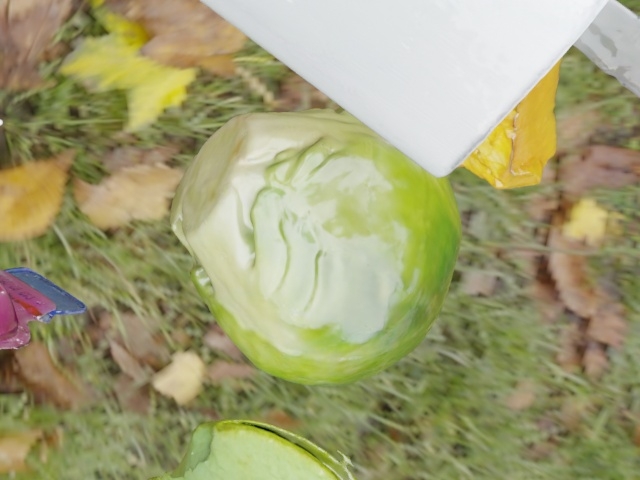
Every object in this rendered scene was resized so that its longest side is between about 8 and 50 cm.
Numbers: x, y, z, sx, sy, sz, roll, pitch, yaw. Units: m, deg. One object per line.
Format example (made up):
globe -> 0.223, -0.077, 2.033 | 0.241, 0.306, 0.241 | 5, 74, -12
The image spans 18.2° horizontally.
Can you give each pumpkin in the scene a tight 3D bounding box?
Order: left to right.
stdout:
pumpkin -> 0.062, -0.070, 0.822 | 0.083, 0.074, 0.054 | 30, 53, 26

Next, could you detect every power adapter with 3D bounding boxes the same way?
power adapter -> 0.041, -0.129, 0.657 | 0.255, 0.124, 0.187 | 37, 44, -7

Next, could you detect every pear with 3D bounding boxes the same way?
pear -> -0.128, 0.280, 1.587 | 0.282, 0.286, 0.176 | -38, 88, 36

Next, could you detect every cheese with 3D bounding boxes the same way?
cheese -> -0.279, 0.046, 1.566 | 0.155, 0.244, 0.062 | 32, 106, 24

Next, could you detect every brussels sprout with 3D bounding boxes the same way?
brussels sprout -> 0.001, 0.003, 1.180 | 0.180, 0.144, 0.161 | 14, 117, -28
